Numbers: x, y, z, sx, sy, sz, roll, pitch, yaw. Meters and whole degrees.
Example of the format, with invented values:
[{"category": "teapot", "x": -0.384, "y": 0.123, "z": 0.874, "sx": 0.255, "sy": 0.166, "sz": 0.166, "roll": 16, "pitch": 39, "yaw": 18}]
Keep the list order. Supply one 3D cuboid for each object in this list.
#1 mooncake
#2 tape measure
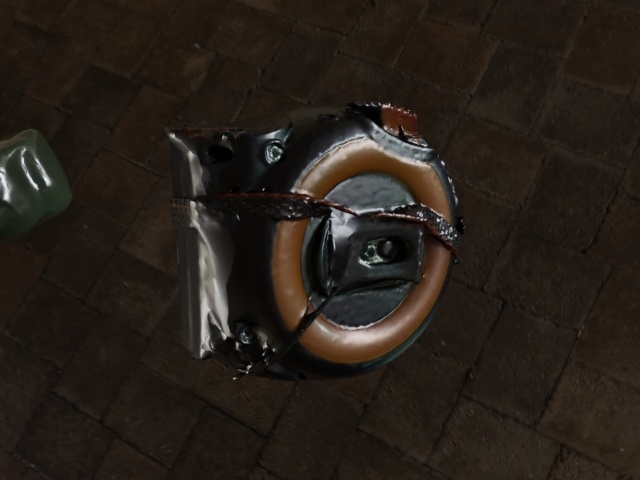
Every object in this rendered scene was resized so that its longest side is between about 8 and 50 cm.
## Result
[{"category": "mooncake", "x": -0.360, "y": -0.047, "z": 0.744, "sx": 0.169, "sy": 0.104, "sz": 0.175, "roll": -26, "pitch": 19, "yaw": -16}, {"category": "tape measure", "x": 0.000, "y": 0.000, "z": 0.507, "sx": 0.135, "sy": 0.223, "sz": 0.202, "roll": 20, "pitch": 115, "yaw": 57}]
